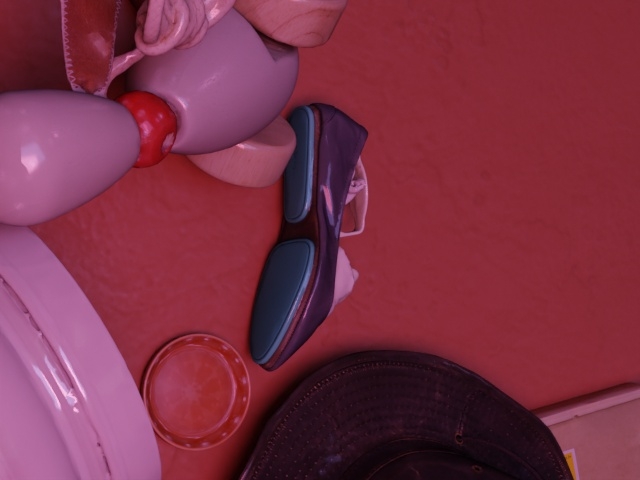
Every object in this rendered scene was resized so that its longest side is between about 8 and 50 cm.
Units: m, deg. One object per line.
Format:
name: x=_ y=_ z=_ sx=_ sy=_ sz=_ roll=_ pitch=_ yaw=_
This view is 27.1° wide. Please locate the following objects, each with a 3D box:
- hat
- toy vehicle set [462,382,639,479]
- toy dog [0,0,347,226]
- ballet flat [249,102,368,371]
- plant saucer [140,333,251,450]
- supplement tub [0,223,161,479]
hat: x=0.095 y=0.238 z=0.941 sx=0.331 sy=0.134 sz=0.331 roll=1 pitch=88 yaw=-29
toy vehicle set: x=0.177 y=0.226 z=1.083 sx=0.267 sy=0.035 sz=0.165 roll=-11 pitch=93 yaw=-29
toy dog: x=-0.120 y=-0.114 z=0.829 sx=0.161 sy=0.334 sz=0.220 roll=32 pitch=99 yaw=17
ballet flat: x=0.000 y=0.000 z=0.977 sx=0.074 sy=0.074 sz=0.203 roll=14 pitch=79 yaw=-28
plant saucer: x=-0.090 y=0.108 z=0.953 sx=0.084 sy=0.013 sz=0.083 roll=2 pitch=86 yaw=-29
supplement tub: x=-0.276 y=0.141 z=0.721 sx=0.325 sy=0.235 sz=0.235 roll=-30 pitch=102 yaw=-26
